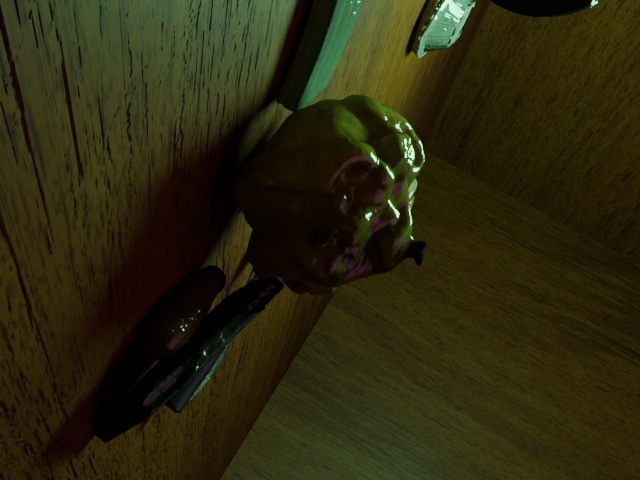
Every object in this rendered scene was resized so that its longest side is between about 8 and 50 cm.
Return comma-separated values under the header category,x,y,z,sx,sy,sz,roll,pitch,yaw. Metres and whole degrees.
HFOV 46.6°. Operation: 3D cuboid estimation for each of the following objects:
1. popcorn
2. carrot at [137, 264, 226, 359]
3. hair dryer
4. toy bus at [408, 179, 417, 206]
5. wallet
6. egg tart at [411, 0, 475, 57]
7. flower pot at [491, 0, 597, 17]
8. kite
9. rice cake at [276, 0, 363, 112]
category,x,y,z,sx,sy,sz,roll,pitch,yaw
popcorn,0.019,-0.043,1.018,0.297,0.280,0.316,-66,175,31
carrot,-0.179,0.091,1.002,0.186,0.060,0.060,-55,171,-51
hair dryer,-0.208,0.183,1.224,0.173,0.050,0.195,-59,168,-25
toy bus,0.100,-0.118,1.711,0.288,0.194,0.232,-56,159,-30
wallet,-0.179,0.154,1.039,0.165,0.042,0.309,-35,-173,48
egg tart,0.304,-0.541,1.794,0.234,0.094,0.234,-59,174,-9
flower pot,0.290,-0.524,1.063,0.251,0.379,0.379,-19,142,-48
kite,-0.185,0.180,1.456,0.361,0.022,0.204,-60,174,26
rice cake,0.013,-0.284,0.954,0.127,0.043,0.237,-53,170,-51
